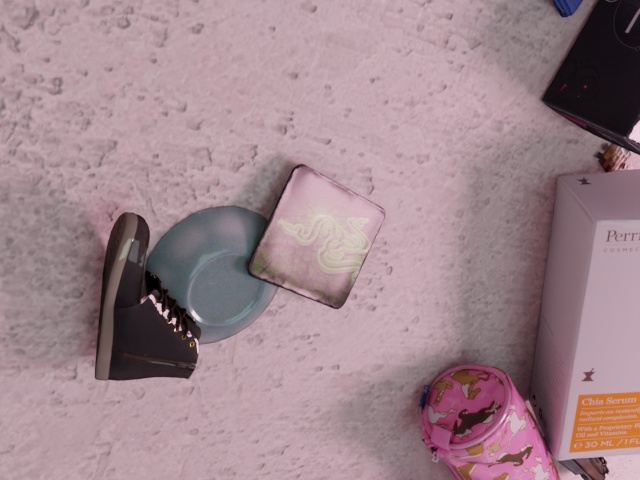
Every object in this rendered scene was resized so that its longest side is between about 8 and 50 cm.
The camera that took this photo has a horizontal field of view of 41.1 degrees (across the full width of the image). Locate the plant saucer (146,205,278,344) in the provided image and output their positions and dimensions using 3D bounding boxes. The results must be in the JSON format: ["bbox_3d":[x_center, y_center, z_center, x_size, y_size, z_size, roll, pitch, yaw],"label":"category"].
[{"bbox_3d":[-0.124,0.054,1.056,0.194,0.037,0.195,-15,122,-25],"label":"plant saucer"}]

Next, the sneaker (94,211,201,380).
[{"bbox_3d":[-0.189,0.066,0.978,0.118,0.083,0.222,5,124,-17],"label":"sneaker"}]

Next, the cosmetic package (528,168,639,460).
[{"bbox_3d":[0.484,0.124,1.357,0.230,0.161,0.454,-4,119,-3],"label":"cosmetic package"}]

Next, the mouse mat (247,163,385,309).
[{"bbox_3d":[0.000,0.000,1.100,0.189,0.007,0.153,25,90,-46],"label":"mouse mat"}]

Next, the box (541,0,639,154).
[{"bbox_3d":[0.463,-0.262,1.174,0.143,0.165,0.270,19,104,-39],"label":"box"}]

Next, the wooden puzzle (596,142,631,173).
[{"bbox_3d":[0.466,-0.132,1.352,0.049,0.006,0.083,-51,130,1],"label":"wooden puzzle"}]

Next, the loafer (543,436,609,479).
[{"bbox_3d":[0.493,0.392,1.580,0.084,0.096,0.267,-46,142,6],"label":"loafer"}]

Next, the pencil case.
[{"bbox_3d":[0.295,0.367,1.422,0.167,0.160,0.386,-16,133,21],"label":"pencil case"}]

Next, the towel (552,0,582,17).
[{"bbox_3d":[0.375,-0.459,1.046,0.336,0.040,0.243,-50,143,8],"label":"towel"}]
